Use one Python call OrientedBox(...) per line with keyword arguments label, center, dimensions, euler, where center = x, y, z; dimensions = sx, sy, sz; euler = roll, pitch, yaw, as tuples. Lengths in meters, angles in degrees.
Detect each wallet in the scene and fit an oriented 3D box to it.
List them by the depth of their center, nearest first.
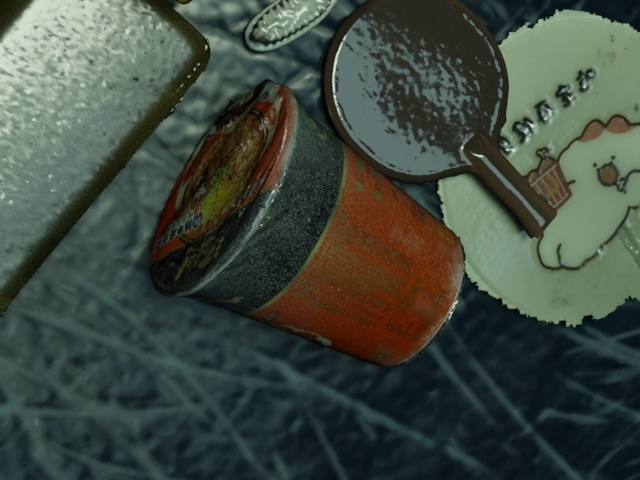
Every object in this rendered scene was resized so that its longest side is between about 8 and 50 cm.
OrientedBox(label="wallet", center=(-0.154, -0.060, 0.619), dimensions=(0.110, 0.031, 0.198), euler=(40, 84, -18))

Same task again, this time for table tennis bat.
OrientedBox(label="table tennis bat", center=(0.087, -0.065, 0.643), dimensions=(0.107, 0.119, 0.170), euler=(-46, 102, -7))

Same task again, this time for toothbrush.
OrientedBox(label="toothbrush", center=(0.086, -0.192, 0.677), dimensions=(0.307, 0.029, 0.025), euler=(-34, 97, -11))

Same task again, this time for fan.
OrientedBox(label="fan", center=(0.198, 0.012, 0.745), dimensions=(0.190, 0.009, 0.329), euler=(-40, 103, -9))

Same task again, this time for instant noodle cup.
OrientedBox(label="instant noodle cup", center=(-0.001, 0.002, 0.636), dimensions=(0.135, 0.127, 0.127), euler=(30, 87, -26))

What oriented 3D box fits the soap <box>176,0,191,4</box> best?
OrientedBox(label="soap", center=(-0.071, -0.248, 0.584), dimensions=(0.135, 0.076, 0.233), euler=(26, 81, -16))
